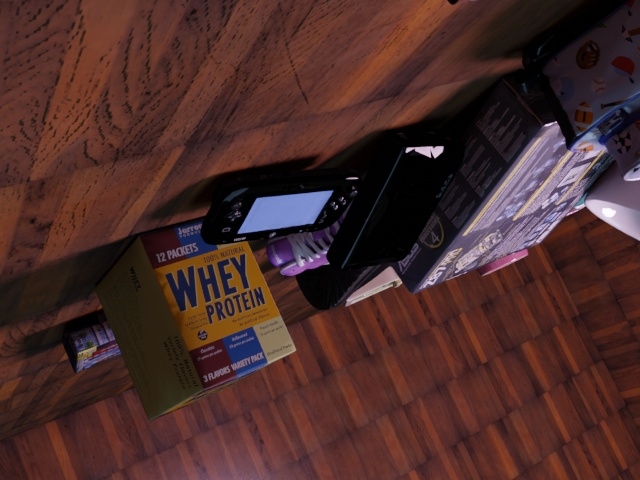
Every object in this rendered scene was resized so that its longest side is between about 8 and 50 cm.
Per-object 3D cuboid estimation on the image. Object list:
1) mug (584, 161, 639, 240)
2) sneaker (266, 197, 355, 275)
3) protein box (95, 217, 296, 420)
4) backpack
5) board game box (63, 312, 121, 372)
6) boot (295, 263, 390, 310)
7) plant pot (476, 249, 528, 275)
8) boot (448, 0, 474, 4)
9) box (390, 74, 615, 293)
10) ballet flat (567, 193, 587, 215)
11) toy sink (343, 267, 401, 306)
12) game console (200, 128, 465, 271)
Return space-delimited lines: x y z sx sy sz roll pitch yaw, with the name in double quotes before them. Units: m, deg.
"mug" 0.606 -0.161 1.282 0.328 0.276 0.374 -62 -151 2
"sneaker" 0.000 0.001 1.204 0.161 0.102 0.282 -19 170 -14
"protein box" -0.168 0.100 1.001 0.136 0.199 0.201 -18 169 -36
"backpack" 0.399 -0.194 0.822 0.277 0.213 0.263 -14 155 -37
"board game box" -0.327 0.146 1.302 0.194 0.060 0.194 -22 171 -24
"boot" 0.125 0.012 1.486 0.260 0.131 0.348 -18 169 -35
"plant pot" 0.422 -0.018 1.940 0.201 0.180 0.201 -25 171 -4
"boot" 0.160 -0.213 0.567 0.114 0.037 0.106 -18 -177 -16
"box" 0.305 -0.096 1.148 0.318 0.097 0.395 -21 155 -32
"ballet flat" 0.435 -0.067 1.444 0.221 0.077 0.079 -36 175 -16
"toy sink" 0.137 0.043 1.698 0.234 0.131 0.153 -24 172 -5
"game console" 0.014 -0.038 0.963 0.361 0.044 0.213 -8 137 -37
